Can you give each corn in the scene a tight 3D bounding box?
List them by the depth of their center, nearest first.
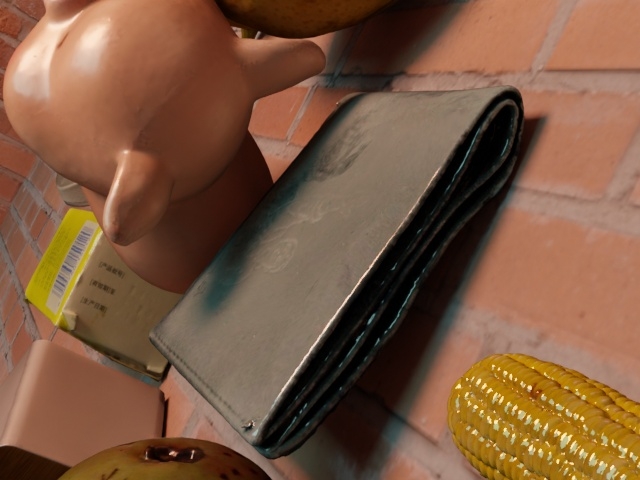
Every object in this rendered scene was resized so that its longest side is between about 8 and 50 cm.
[{"bbox_3d":[0.121,0.099,0.390,0.067,0.067,0.206,-63,27,-1],"label":"corn"}]

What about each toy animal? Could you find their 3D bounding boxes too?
[{"bbox_3d":[-0.140,-0.084,0.811,0.237,0.326,0.269,-45,34,-22],"label":"toy animal"}]

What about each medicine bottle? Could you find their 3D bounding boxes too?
[{"bbox_3d":[-0.245,0.053,1.067,0.250,0.137,0.141,12,76,65],"label":"medicine bottle"}]

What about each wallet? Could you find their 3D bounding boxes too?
[{"bbox_3d":[0.001,0.001,0.684,0.290,0.054,0.251,-52,24,-7],"label":"wallet"}]

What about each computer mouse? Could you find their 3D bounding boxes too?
[{"bbox_3d":[-0.370,-0.135,1.587,0.231,0.079,0.128,-23,46,33],"label":"computer mouse"}]

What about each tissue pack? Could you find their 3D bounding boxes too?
[{"bbox_3d":[-0.285,0.242,0.925,0.246,0.159,0.136,-48,27,31],"label":"tissue pack"}]

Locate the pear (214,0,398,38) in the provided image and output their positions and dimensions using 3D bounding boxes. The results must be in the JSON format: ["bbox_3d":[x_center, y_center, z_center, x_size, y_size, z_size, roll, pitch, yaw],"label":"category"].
[{"bbox_3d":[-0.016,-0.339,0.837,0.314,0.314,0.314,-44,30,34],"label":"pear"}]

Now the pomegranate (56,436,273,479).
[{"bbox_3d":[-0.105,0.228,0.570,0.179,0.179,0.210,-23,53,54],"label":"pomegranate"}]

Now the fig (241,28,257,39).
[{"bbox_3d":[-0.099,-0.304,1.223,0.124,0.124,0.236,-100,20,-54],"label":"fig"}]
